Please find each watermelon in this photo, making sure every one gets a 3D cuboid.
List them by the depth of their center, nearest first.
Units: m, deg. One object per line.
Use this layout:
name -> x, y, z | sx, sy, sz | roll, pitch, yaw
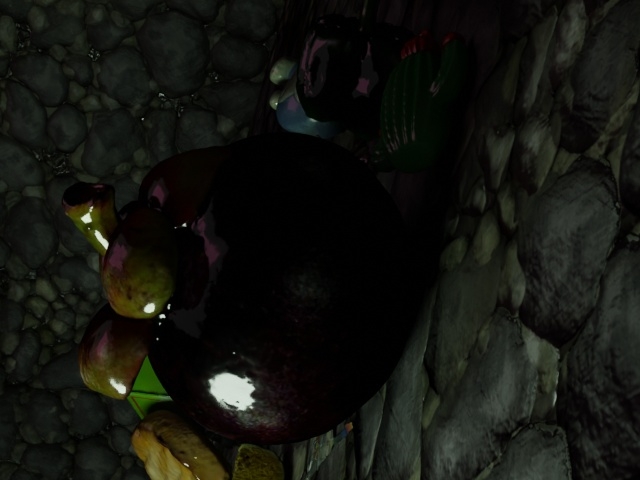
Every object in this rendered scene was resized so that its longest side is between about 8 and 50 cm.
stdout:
watermelon -> -0.093, 0.399, 1.661 | 0.075, 0.092, 0.181 | -54, 12, 28

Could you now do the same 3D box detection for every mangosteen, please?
mangosteen -> -0.095, 0.054, 1.228 | 0.382, 0.435, 0.382 | -9, 79, 53

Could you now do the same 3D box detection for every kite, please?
kite -> 0.016, 0.262, 1.478 | 0.245, 0.015, 0.141 | 125, 155, -62

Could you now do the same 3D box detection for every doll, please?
doll -> 0.004, -0.277, 1.822 | 0.228, 0.154, 0.258 | -30, 18, 19

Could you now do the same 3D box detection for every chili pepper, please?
chili pepper -> 0.071, -0.287, 1.535 | 0.165, 0.174, 0.261 | -28, -44, -71

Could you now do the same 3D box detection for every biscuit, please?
biscuit -> -0.238, 0.444, 1.917 | 0.102, 0.296, 0.296 | -33, -11, -29

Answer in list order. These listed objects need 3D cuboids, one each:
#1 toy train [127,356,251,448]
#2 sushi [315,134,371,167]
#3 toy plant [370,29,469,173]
toy train -> -0.246, 0.301, 2.032 | 0.307, 0.249, 0.173 | 81, -164, -61
sushi -> 0.000, 0.000, 1.608 | 0.130, 0.124, 0.332 | 106, 175, -77
toy plant -> 0.133, -0.191, 1.305 | 0.154, 0.088, 0.240 | -20, 45, 62
